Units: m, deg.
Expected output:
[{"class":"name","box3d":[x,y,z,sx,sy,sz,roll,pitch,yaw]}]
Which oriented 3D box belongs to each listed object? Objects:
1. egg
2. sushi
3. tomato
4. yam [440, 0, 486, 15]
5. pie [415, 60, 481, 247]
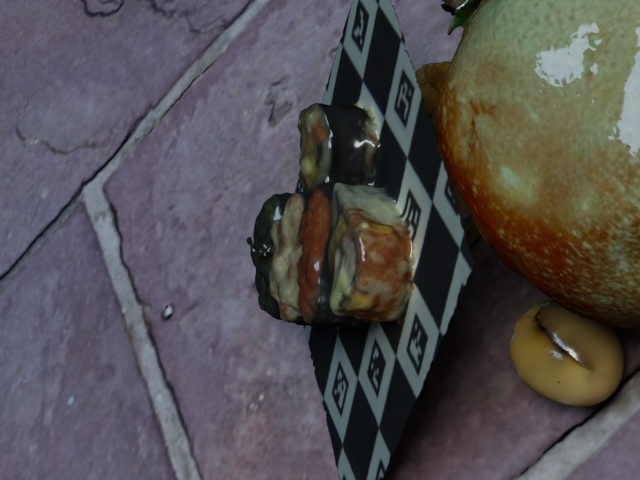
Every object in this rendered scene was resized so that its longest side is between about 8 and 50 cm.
[{"class":"egg","box3d":[0.172,0.079,1.240,0.071,0.071,0.083,-49,51,13]},{"class":"sushi","box3d":[0.000,0.000,1.352,0.320,0.068,0.339,109,156,-44]},{"class":"tomato","box3d":[0.217,-0.087,1.158,0.303,0.239,0.303,-22,54,35]},{"class":"yam","box3d":[0.116,-0.252,1.511,0.084,0.084,0.127,-44,43,19]},{"class":"pie","box3d":[0.083,-0.058,1.447,0.195,0.046,0.195,-25,51,35]}]
